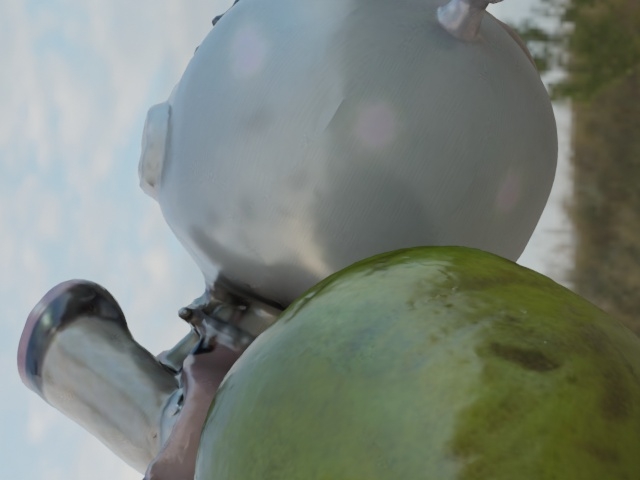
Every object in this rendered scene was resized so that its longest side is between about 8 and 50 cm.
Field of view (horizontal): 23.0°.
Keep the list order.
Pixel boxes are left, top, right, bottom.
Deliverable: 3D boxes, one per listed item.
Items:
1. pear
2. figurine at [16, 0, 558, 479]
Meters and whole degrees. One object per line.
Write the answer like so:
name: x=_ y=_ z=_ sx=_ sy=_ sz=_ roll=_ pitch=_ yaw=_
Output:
pear: x=0.060 y=0.136 z=0.711 sx=0.321 sy=0.269 sz=0.269 roll=-128 pitch=40 yaw=-87
figurine: x=0.007 y=0.004 z=0.946 sx=0.211 sy=0.253 sz=0.361 roll=20 pitch=84 yaw=59
